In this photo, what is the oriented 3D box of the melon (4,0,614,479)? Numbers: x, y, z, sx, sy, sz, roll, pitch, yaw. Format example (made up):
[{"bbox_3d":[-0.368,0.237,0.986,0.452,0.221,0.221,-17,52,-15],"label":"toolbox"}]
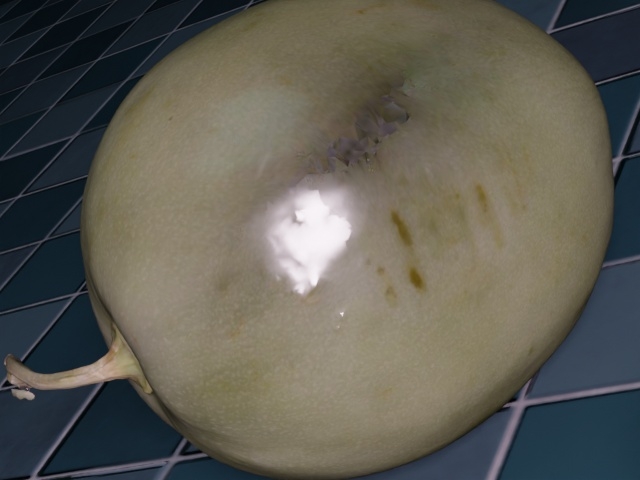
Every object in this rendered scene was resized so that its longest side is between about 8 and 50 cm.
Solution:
[{"bbox_3d":[0.012,-0.009,0.797,0.272,0.272,0.308,-1,44,49],"label":"melon"}]
